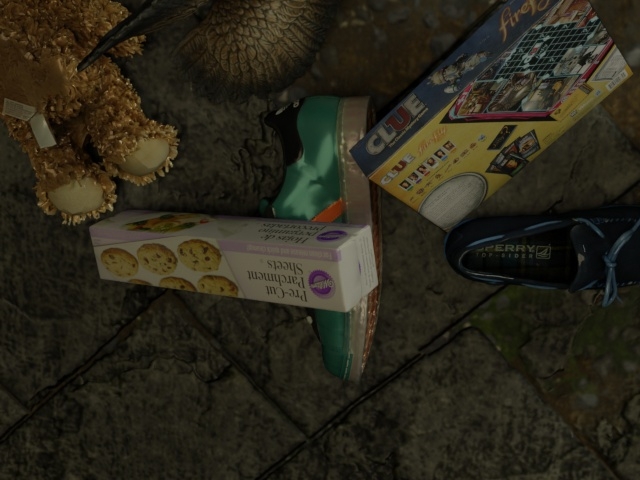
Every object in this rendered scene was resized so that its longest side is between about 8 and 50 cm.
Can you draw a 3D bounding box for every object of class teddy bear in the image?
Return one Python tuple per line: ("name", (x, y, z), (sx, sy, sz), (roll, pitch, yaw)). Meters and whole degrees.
("teddy bear", (-0.294, -0.178, 0.873), (0.338, 0.113, 0.245), (40, 114, -12))

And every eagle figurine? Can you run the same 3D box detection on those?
("eagle figurine", (-0.073, -0.267, 0.767), (0.226, 0.225, 0.298), (14, 96, -18))

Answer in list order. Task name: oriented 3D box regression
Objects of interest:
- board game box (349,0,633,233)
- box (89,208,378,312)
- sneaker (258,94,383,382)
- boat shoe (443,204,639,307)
("board game box", (0.165, -0.123, 0.794), (0.243, 0.165, 0.042), (-42, 53, 15))
("box", (-0.098, 0.014, 0.839), (0.324, 0.063, 0.067), (6, 115, 33))
("sneaker", (0.000, 0.000, 0.878), (0.121, 0.108, 0.302), (1, 101, 13))
("boat shoe", (0.258, 0.024, 0.851), (0.258, 0.089, 0.109), (-7, 104, 9))
